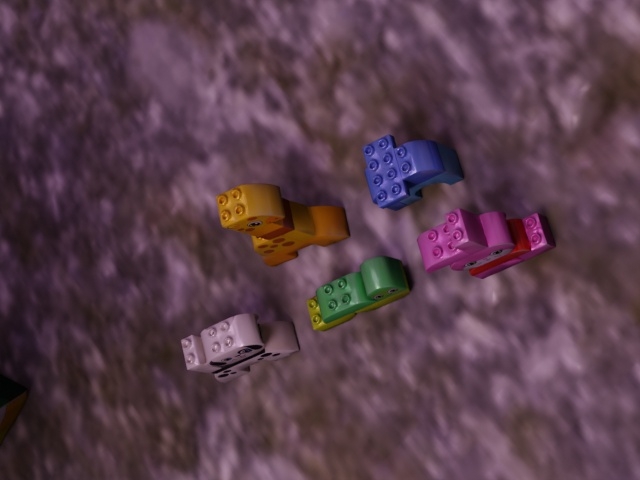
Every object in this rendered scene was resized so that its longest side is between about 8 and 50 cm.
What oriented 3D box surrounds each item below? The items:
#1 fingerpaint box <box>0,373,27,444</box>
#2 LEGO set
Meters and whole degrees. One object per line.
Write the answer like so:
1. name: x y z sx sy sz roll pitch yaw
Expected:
1. fingerpaint box: -0.347 0.249 0.828 0.163 0.371 0.444 29 87 -4
2. LEGO set: 0.000 0.000 0.868 0.227 0.093 0.087 -25 68 27
